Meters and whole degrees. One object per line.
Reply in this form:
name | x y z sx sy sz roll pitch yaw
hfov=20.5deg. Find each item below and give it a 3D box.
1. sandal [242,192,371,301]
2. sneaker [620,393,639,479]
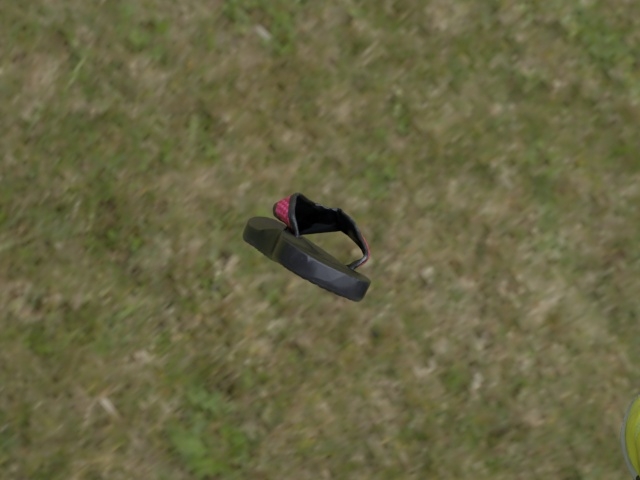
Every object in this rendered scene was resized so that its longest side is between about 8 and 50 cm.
sandal | 0.000 0.000 0.939 0.067 0.179 0.040 24 91 -9
sneaker | 0.296 0.134 1.167 0.145 0.385 0.147 -29 103 -8
